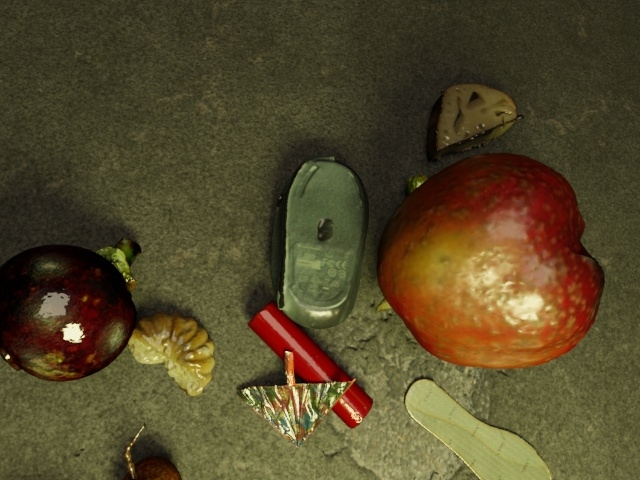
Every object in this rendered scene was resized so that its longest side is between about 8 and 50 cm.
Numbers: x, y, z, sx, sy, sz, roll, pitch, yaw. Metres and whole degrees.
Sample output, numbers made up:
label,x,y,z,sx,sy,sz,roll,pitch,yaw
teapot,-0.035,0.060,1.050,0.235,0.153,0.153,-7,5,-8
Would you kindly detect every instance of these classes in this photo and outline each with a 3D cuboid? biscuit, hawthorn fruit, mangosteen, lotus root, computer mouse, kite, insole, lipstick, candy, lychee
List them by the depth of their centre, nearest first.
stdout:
label,x,y,z,sx,sy,sz,roll,pitch,yaw
lychee,-0.283,0.400,0.683,0.140,0.101,0.114,42,37,-10
mangosteen,-0.401,0.090,0.710,0.231,0.231,0.289,33,48,1
kite,-0.044,0.294,0.775,0.232,0.009,0.189,-6,96,11
biscuit,-0.270,0.194,0.776,0.183,0.061,0.118,33,68,2
hawthorn fruit,0.279,0.054,0.778,0.403,0.403,0.402,3,72,-10
lipstick,-0.019,0.235,0.802,0.280,0.073,0.073,44,70,4
insole,0.318,0.404,0.845,0.348,0.009,0.119,37,70,2
computer mouse,-0.002,0.001,0.861,0.203,0.114,0.373,11,63,-4
candy,0.224,-0.057,0.962,0.062,0.058,0.193,11,78,-41
lotus root,0.364,-0.307,1.050,0.261,0.074,0.170,-16,75,-14
